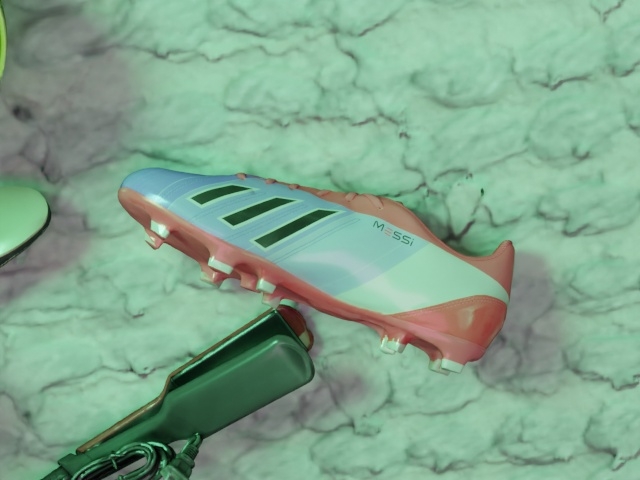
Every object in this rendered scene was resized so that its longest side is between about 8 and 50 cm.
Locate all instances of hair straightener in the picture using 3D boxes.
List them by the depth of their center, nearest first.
[{"bbox_3d":[-0.106,0.122,1.032,0.230,0.089,0.047,-27,113,8],"label":"hair straightener"}]

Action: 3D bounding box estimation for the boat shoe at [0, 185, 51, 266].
[{"bbox_3d":[-0.222,0.011,1.012,0.137,0.049,0.043,-29,151,6],"label":"boat shoe"}]

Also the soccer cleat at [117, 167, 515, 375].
[{"bbox_3d":[0.000,0.000,1.006,0.248,0.083,0.095,24,79,-5],"label":"soccer cleat"}]

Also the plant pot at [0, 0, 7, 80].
[{"bbox_3d":[-0.238,-0.125,0.930,0.134,0.095,0.134,-1,111,-2],"label":"plant pot"}]
